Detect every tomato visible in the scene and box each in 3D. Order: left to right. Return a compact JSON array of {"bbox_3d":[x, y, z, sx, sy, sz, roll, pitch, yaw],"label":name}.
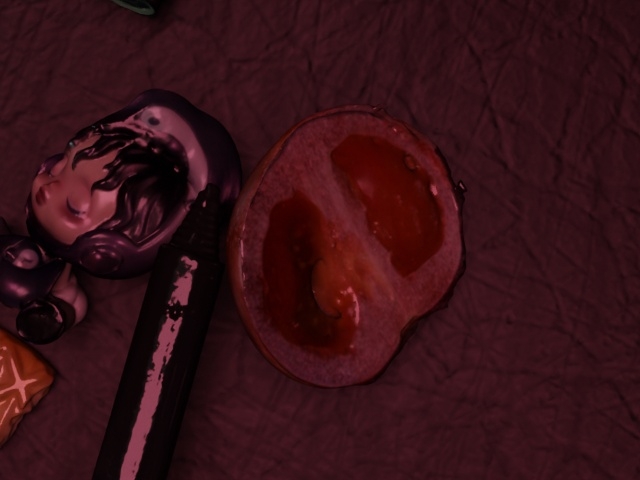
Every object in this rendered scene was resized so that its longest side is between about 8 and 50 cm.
[{"bbox_3d":[0.000,0.000,1.029,0.228,0.112,0.199,-41,112,-31],"label":"tomato"}]

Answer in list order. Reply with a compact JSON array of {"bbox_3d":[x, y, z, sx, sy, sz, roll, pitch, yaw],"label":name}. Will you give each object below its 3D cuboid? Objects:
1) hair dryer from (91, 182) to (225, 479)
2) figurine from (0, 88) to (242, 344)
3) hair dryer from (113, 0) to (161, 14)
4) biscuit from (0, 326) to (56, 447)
[{"bbox_3d":[-0.126,0.129,0.996,0.107,0.189,0.352,17,83,-2],"label":"hair dryer"},{"bbox_3d":[-0.161,-0.017,1.041,0.222,0.145,0.145,-44,87,6],"label":"figurine"},{"bbox_3d":[-0.204,-0.325,1.096,0.248,0.078,0.195,24,84,7],"label":"hair dryer"},{"bbox_3d":[-0.379,0.172,1.060,0.204,0.040,0.309,38,85,3],"label":"biscuit"}]
